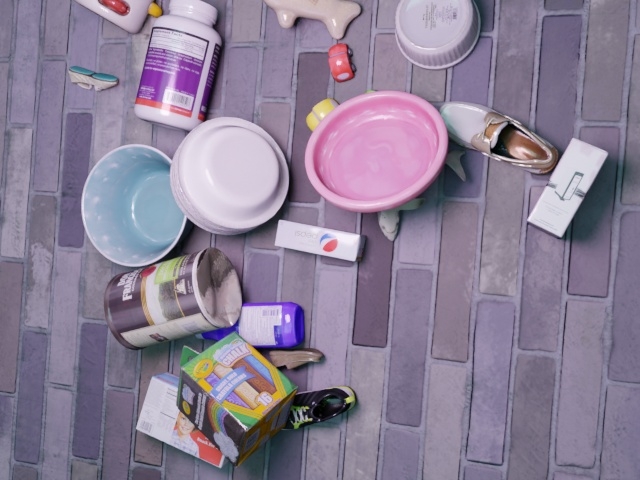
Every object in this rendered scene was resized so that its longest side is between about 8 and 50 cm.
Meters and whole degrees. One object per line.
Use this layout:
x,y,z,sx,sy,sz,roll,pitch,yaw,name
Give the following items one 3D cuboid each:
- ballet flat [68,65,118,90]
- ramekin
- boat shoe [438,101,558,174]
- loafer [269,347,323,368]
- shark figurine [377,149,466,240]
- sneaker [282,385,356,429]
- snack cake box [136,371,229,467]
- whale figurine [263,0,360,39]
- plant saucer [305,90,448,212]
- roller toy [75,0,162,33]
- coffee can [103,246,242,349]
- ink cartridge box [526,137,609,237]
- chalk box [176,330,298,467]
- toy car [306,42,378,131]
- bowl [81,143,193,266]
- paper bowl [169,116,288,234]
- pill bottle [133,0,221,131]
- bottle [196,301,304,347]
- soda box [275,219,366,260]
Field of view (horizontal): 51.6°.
-0.641,-0.452,1.880,0.168,0.057,0.052,20,123,19,ballet flat
0.273,-0.520,1.576,0.207,0.109,0.207,0,89,16,ramekin
0.406,-0.248,1.536,0.302,0.103,0.113,25,96,15,boat shoe
-0.061,0.303,1.695,0.148,0.056,0.050,-4,89,26,loafer
0.209,-0.148,1.601,0.166,0.116,0.278,38,111,-20,shark figurine
-0.022,0.417,1.657,0.234,0.097,0.084,-24,83,15,sneaker
-0.338,0.470,1.754,0.264,0.089,0.152,20,93,15,snack cake box
-0.032,-0.626,1.673,0.272,0.141,0.216,34,100,-11,whale figurine
0.132,-0.197,1.534,0.332,0.084,0.332,-9,58,14,plant saucer
-0.546,-0.660,1.774,0.209,0.191,0.146,32,97,15,roller toy
-0.364,0.147,1.652,0.275,0.201,0.202,-16,85,21,coffee can
0.545,-0.111,1.471,0.086,0.148,0.203,29,96,17,ink cartridge box
-0.229,0.362,1.617,0.289,0.179,0.180,39,136,22,chalk box
0.088,-0.363,1.657,0.225,0.053,0.239,20,95,16,toy car
-0.454,-0.088,1.756,0.311,0.163,0.312,0,89,16,bowl
-0.214,-0.163,1.620,0.284,0.148,0.284,5,78,-24,paper bowl
-0.364,-0.454,1.725,0.181,0.181,0.323,15,93,16,pill bottle
-0.186,0.220,1.710,0.282,0.092,0.118,-4,83,16,bottle
0.000,0.000,1.668,0.216,0.074,0.069,10,92,16,soda box
